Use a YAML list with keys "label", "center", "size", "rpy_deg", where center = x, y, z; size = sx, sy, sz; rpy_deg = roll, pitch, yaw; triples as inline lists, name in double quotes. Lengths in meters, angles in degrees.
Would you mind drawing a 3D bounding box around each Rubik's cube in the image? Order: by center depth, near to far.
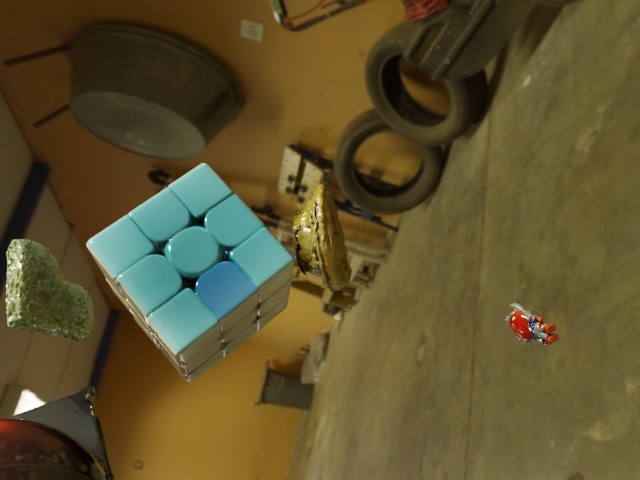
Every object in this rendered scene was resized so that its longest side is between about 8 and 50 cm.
- label: "Rubik's cube"
  center: [-0.256, 0.076, 1.246]
  size: [0.290, 0.291, 0.291]
  rpy_deg: [-37, -14, -21]

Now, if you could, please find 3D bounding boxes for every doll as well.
- label: "doll"
  center: [0.533, 0.217, 1.533]
  size: [0.062, 0.104, 0.195]
  rpy_deg: [-41, 13, -10]

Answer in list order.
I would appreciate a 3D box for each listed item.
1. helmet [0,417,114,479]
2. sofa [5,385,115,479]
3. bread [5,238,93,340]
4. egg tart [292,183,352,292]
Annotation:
- label: "helmet"
  center: [-0.279, 0.250, 0.501]
  size: [0.193, 0.216, 0.189]
  rpy_deg: [58, 143, 36]
- label: "sofa"
  center: [-0.454, 0.413, 1.031]
  size: [0.258, 0.200, 0.182]
  rpy_deg: [55, 154, 39]
- label: "bread"
  center: [-0.528, 0.102, 1.132]
  size: [0.064, 0.232, 0.172]
  rpy_deg: [-29, 11, 28]
- label: "egg tart"
  center: [0.000, 0.000, 1.289]
  size: [0.241, 0.106, 0.241]
  rpy_deg: [-10, -90, -81]
